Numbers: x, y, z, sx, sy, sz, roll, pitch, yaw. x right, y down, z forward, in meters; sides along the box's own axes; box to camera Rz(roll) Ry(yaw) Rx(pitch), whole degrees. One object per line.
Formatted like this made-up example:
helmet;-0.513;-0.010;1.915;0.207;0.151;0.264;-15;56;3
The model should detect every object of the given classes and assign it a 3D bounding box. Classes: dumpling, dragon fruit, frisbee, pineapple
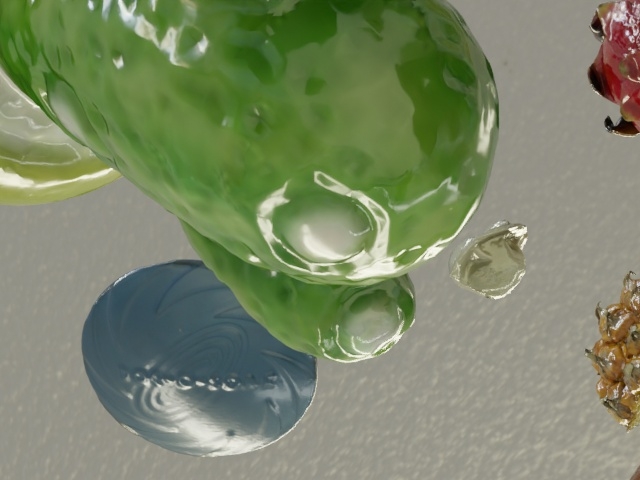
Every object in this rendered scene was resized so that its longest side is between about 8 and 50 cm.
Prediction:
dumpling;0.117;0.010;0.826;0.076;0.052;0.057;22;-89;-27
dragon fruit;0.249;-0.122;0.768;0.166;0.136;0.133;18;-94;-43
frisbee;-0.147;0.154;1.398;0.290;0.289;0.049;20;-149;-4
pineapple;0.376;0.070;1.294;0.250;0.164;0.140;-42;-126;0

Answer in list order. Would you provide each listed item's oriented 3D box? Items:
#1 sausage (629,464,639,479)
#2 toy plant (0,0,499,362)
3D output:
sausage;0.122;0.110;0.436;0.043;0.043;0.186;34;-97;5
toy plant;-0.067;-0.069;0.423;0.184;0.224;0.316;-37;-144;-18
